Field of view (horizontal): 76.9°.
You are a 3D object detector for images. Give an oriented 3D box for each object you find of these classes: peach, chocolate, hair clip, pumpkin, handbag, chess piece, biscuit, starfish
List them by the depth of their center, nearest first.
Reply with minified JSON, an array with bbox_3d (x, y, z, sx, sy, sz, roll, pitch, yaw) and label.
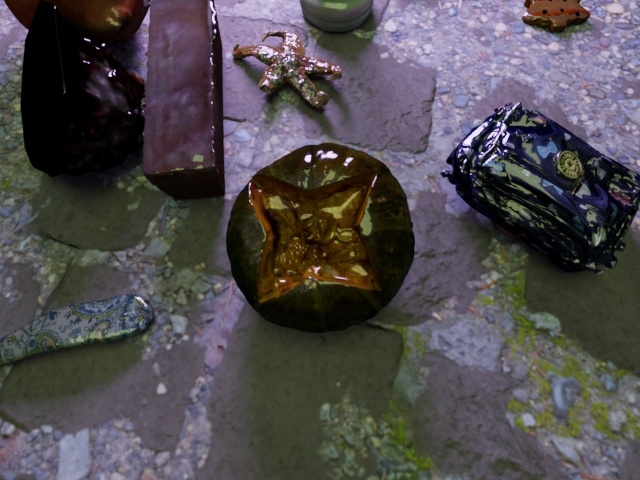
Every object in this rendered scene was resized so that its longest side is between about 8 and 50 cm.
[{"bbox_3d":[0.001,0.000,0.508,0.237,0.159,0.238,0,90,10],"label":"pumpkin"},{"bbox_3d":[-0.337,0.121,0.530,0.228,0.036,0.066,-16,64,-6],"label":"hair clip"},{"bbox_3d":[0.309,-0.072,0.558,0.260,0.113,0.162,36,81,5],"label":"handbag"},{"bbox_3d":[-0.327,-0.196,0.613,0.176,0.206,0.225,-1,75,-47],"label":"chocolate"},{"bbox_3d":[-0.197,-0.222,0.617,0.111,0.112,0.322,-7,71,-1],"label":"chocolate"},{"bbox_3d":[0.030,-0.482,0.623,0.138,0.272,0.139,0,69,0],"label":"chess piece"},{"bbox_3d":[-0.376,-0.408,0.631,0.232,0.232,0.257,-41,84,-13],"label":"peach"},{"bbox_3d":[-0.060,-0.293,0.683,0.209,0.053,0.150,22,59,12],"label":"starfish"},{"bbox_3d":[0.425,-0.437,0.738,0.119,0.019,0.130,-1,70,0],"label":"biscuit"}]
